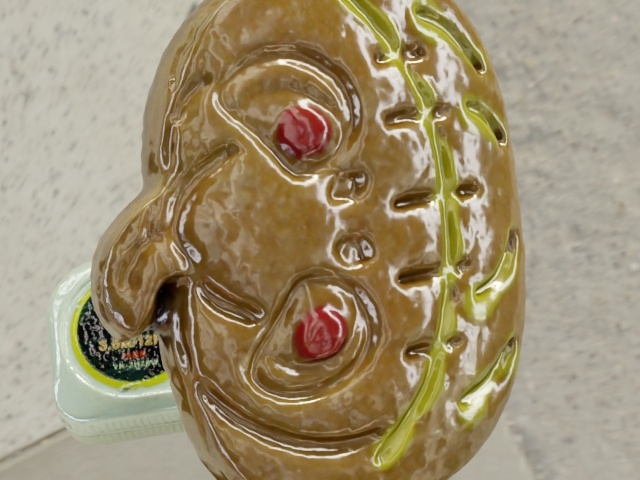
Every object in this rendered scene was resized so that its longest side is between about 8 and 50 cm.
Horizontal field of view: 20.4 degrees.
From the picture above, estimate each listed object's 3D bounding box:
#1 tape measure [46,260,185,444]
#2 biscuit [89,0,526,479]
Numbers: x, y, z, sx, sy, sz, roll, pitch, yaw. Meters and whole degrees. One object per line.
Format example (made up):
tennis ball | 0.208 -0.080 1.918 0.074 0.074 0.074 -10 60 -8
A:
tape measure | -0.163 0.105 1.864 0.235 0.115 0.207 -8 63 -2
biscuit | 0.005 0.000 1.235 0.350 0.070 0.394 -16 99 -33
